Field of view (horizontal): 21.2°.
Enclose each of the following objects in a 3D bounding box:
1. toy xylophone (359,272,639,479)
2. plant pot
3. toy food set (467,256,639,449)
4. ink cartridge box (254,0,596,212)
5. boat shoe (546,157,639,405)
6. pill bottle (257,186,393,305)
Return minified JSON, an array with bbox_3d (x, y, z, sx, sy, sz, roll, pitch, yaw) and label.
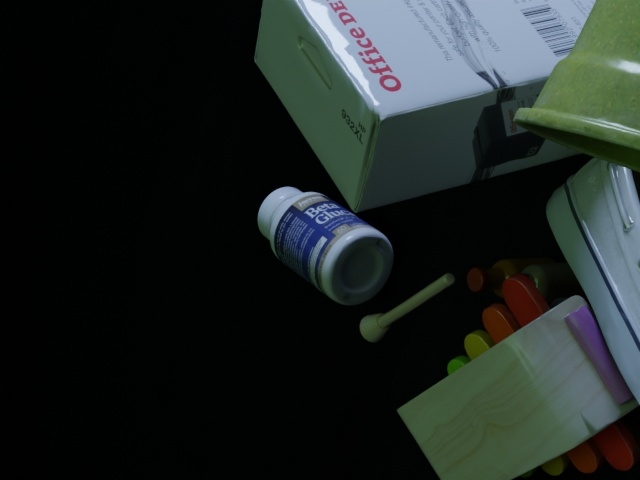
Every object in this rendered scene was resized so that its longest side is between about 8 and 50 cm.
[{"bbox_3d":[0.163,0.137,1.636,0.236,0.081,0.322,61,149,-1],"label":"toy xylophone"},{"bbox_3d":[0.311,-0.164,1.249,0.276,0.276,0.254,22,95,52],"label":"plant pot"},{"bbox_3d":[0.240,0.100,1.633,0.111,0.104,0.232,-50,53,43],"label":"toy food set"},{"bbox_3d":[0.124,-0.173,1.590,0.223,0.307,0.129,57,150,34],"label":"ink cartridge box"},{"bbox_3d":[0.339,0.050,1.492,0.156,0.136,0.367,-49,47,32],"label":"boat shoe"},{"bbox_3d":[0.000,0.000,1.970,0.169,0.094,0.094,35,119,47],"label":"pill bottle"}]
